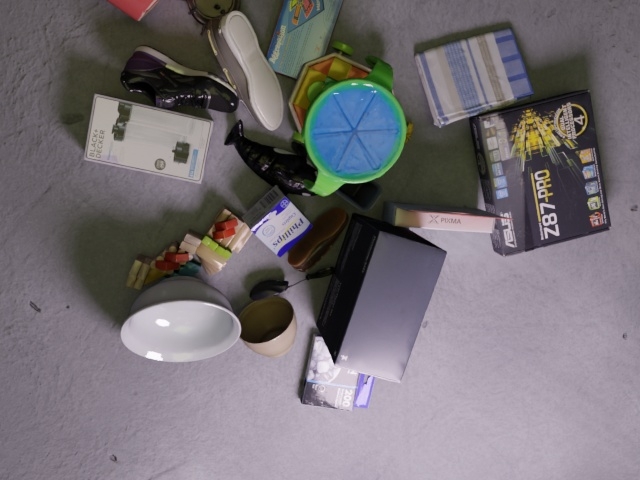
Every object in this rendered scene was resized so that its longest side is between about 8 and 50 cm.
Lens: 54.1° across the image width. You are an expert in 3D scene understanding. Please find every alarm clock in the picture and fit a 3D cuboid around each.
[{"bbox_3d":[-0.246,-0.603,1.543,0.192,0.064,0.129,-36,103,-4],"label":"alarm clock"}]

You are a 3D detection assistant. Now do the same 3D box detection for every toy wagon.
[{"bbox_3d":[0.094,-0.338,1.622,0.344,0.068,0.267,22,102,-15],"label":"toy wagon"}]

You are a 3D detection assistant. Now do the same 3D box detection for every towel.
[{"bbox_3d":[0.406,-0.435,1.664,0.285,0.034,0.209,-18,88,-6],"label":"towel"}]

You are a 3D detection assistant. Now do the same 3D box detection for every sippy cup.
[{"bbox_3d":[0.060,-0.268,1.482,0.305,0.224,0.240,-29,108,-1],"label":"sippy cup"}]

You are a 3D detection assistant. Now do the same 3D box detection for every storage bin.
[{"bbox_3d":[0.084,-0.153,1.641,0.135,0.091,0.098,33,96,-31],"label":"storage bin"}]

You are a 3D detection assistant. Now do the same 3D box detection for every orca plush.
[{"bbox_3d":[-0.108,-0.203,1.611,0.151,0.102,0.287,-45,103,1],"label":"orca plush"}]

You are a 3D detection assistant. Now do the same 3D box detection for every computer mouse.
[{"bbox_3d":[-0.078,0.107,1.692,0.242,0.071,0.041,-19,94,-6],"label":"computer mouse"}]

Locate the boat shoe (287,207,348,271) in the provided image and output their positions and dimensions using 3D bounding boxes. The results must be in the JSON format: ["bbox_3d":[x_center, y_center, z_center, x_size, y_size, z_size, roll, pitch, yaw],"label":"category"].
[{"bbox_3d":[0.000,0.000,1.687,0.207,0.073,0.073,-44,143,5],"label":"boat shoe"}]

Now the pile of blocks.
[{"bbox_3d":[-0.335,0.048,1.620,0.362,0.112,0.149,-30,103,-2],"label":"pile of blocks"}]

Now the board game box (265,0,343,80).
[{"bbox_3d":[-0.037,-0.552,1.597,0.145,0.027,0.281,18,97,-13],"label":"board game box"}]

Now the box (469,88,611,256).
[{"bbox_3d":[0.603,-0.184,1.722,0.318,0.097,0.394,-13,101,-2],"label":"box"}]

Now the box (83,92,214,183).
[{"bbox_3d":[-0.425,-0.251,1.565,0.290,0.087,0.169,12,98,-10],"label":"box"}]

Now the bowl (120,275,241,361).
[{"bbox_3d":[-0.355,0.184,1.601,0.298,0.134,0.298,-7,143,-5],"label":"bowl"}]

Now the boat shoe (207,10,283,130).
[{"bbox_3d":[-0.185,-0.414,1.560,0.109,0.091,0.305,-49,129,-36],"label":"boat shoe"}]

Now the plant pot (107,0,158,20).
[{"bbox_3d":[-0.442,-0.656,1.417,0.275,0.275,0.243,-47,113,2],"label":"plant pot"}]

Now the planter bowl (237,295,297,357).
[{"bbox_3d":[-0.132,0.244,1.675,0.162,0.162,0.109,-23,129,-3],"label":"planter bowl"}]

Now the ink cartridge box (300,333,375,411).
[{"bbox_3d":[0.063,0.377,1.772,0.208,0.045,0.206,9,98,-11],"label":"ink cartridge box"}]

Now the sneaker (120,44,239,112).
[{"bbox_3d":[-0.345,-0.356,1.528,0.283,0.107,0.124,22,59,-4],"label":"sneaker"}]

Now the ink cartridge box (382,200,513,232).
[{"bbox_3d":[0.323,-0.055,1.631,0.275,0.239,0.060,4,100,-9],"label":"ink cartridge box"}]

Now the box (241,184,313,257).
[{"bbox_3d":[-0.110,-0.049,1.629,0.126,0.072,0.137,-43,131,1],"label":"box"}]

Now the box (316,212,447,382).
[{"bbox_3d":[0.140,0.133,1.602,0.179,0.312,0.343,17,98,-10],"label":"box"}]
